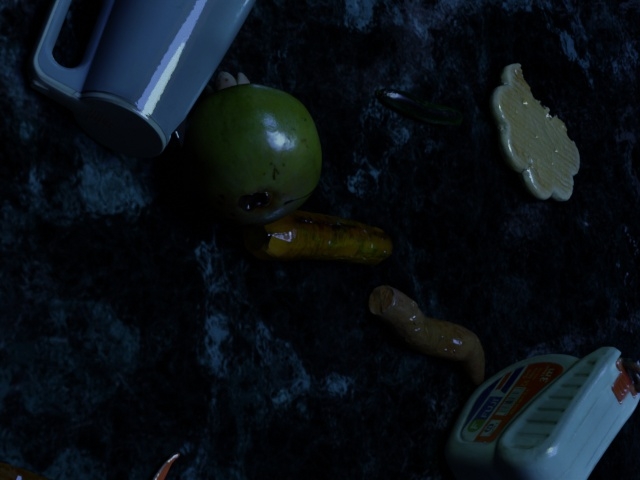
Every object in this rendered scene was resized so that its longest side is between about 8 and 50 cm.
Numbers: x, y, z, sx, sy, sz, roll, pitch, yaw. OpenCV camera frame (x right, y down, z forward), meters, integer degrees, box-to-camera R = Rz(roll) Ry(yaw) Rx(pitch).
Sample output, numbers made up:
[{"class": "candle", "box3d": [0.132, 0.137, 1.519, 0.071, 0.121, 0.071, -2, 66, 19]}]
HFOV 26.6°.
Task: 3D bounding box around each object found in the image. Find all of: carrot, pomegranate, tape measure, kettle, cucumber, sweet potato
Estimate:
[{"class": "carrot", "box3d": [0.000, 0.000, 1.787, 0.260, 0.070, 0.070, 7, 75, -50]}, {"class": "pomegranate", "box3d": [-0.089, -0.125, 1.633, 0.179, 0.179, 0.210, 2, 71, -49]}, {"class": "tape measure", "box3d": [0.318, 0.272, 1.945, 0.243, 0.246, 0.125, -46, 114, -33]}, {"class": "kettle", "box3d": [-0.211, -0.237, 1.557, 0.210, 0.160, 0.243, 32, 62, -18]}, {"class": "cucumber", "box3d": [0.152, -0.198, 2.038, 0.184, 0.033, 0.036, 11, 93, -46]}, {"class": "sweet potato", "box3d": [0.175, 0.143, 1.955, 0.281, 0.059, 0.067, 30, 68, -40]}]

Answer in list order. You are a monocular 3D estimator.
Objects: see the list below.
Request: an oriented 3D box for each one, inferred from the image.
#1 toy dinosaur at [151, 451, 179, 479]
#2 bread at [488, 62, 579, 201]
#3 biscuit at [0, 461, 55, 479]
[{"class": "toy dinosaur", "box3d": [-0.181, 0.354, 1.474, 0.101, 0.055, 0.279, 36, 33, -35]}, {"class": "bread", "box3d": [0.351, -0.165, 2.254, 0.251, 0.039, 0.182, 47, 49, -31]}, {"class": "biscuit", "box3d": [-0.332, 0.389, 1.315, 0.359, 0.046, 0.359, 16, 68, -46]}]
